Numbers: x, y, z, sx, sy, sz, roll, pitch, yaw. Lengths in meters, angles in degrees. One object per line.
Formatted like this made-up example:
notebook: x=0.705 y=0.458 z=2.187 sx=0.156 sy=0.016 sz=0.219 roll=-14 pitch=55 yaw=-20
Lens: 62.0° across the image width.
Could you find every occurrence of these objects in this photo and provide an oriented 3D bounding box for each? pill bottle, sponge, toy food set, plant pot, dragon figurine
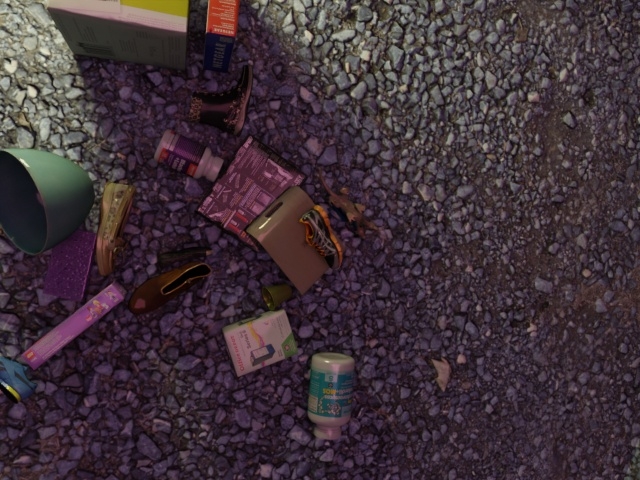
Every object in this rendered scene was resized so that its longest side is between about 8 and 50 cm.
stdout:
pill bottle: x=-0.406 y=-0.257 z=1.656 sx=0.193 sy=0.108 sz=0.108 roll=24 pitch=84 yaw=-15
sponge: x=-0.743 y=0.069 z=1.591 sx=0.117 sy=0.031 sz=0.210 roll=13 pitch=88 yaw=-5
toy food set: x=-0.075 y=0.006 z=1.737 sx=0.220 sy=0.092 sz=0.306 roll=-45 pitch=117 yaw=-17
plant pot: x=-0.760 y=-0.128 z=1.494 sx=0.195 sy=0.290 sz=0.290 roll=-30 pitch=101 yaw=-51
plant pot: x=-0.139 y=0.177 z=1.760 sx=0.079 sy=0.083 sz=0.083 roll=-22 pitch=97 yaw=-26
pill bottle: x=0.034 y=0.515 z=1.773 sx=0.146 sy=0.146 sz=0.264 roll=4 pitch=90 yaw=-16
dragon figurine: x=0.079 y=-0.115 z=1.810 sx=0.289 sy=0.144 sz=0.085 roll=42 pitch=81 yaw=7

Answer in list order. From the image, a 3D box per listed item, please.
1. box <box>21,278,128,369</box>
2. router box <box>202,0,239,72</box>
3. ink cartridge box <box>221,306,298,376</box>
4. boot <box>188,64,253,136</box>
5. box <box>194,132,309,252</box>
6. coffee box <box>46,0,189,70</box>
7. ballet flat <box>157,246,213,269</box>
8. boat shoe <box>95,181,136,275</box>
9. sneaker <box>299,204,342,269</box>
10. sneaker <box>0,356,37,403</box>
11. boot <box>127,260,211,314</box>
box: x=-0.693 y=0.231 z=1.530 sx=0.293 sy=0.201 sz=0.057 roll=-40 pitch=101 yaw=-12
router box: x=-0.289 y=-0.693 z=1.569 sx=0.082 sy=0.335 sz=0.301 roll=5 pitch=90 yaw=-14
ink cartridge box: x=-0.198 y=0.326 z=1.732 sx=0.212 sy=0.093 sz=0.154 roll=-18 pitch=96 yaw=-14
boot: x=-0.314 y=-0.463 z=1.695 sx=0.179 sy=0.085 sz=0.236 roll=11 pitch=86 yaw=-13
box: x=-0.221 y=-0.153 z=1.728 sx=0.242 sy=0.076 sz=0.307 roll=34 pitch=82 yaw=-14
coffee box: x=-0.535 y=-0.712 z=1.494 sx=0.338 sy=0.337 sz=0.334 roll=4 pitch=89 yaw=-16
ballet flat: x=-0.426 y=0.052 z=1.685 sx=0.173 sy=0.057 sz=0.049 roll=-11 pitch=105 yaw=-10
boat shoe: x=-0.615 y=-0.033 z=1.599 sx=0.089 sy=0.104 sz=0.285 roll=6 pitch=88 yaw=-14
sneaker: x=0.000 y=0.000 z=1.682 sx=0.083 sy=0.084 sz=0.215 roll=-28 pitch=101 yaw=-24
sneaker: x=-0.915 y=0.374 z=1.546 sx=0.209 sy=0.069 sz=0.082 roll=47 pitch=46 yaw=-3
boot: x=-0.446 y=0.148 z=1.558 sx=0.264 sy=0.280 sz=0.096 roll=-24 pitch=97 yaw=-15
